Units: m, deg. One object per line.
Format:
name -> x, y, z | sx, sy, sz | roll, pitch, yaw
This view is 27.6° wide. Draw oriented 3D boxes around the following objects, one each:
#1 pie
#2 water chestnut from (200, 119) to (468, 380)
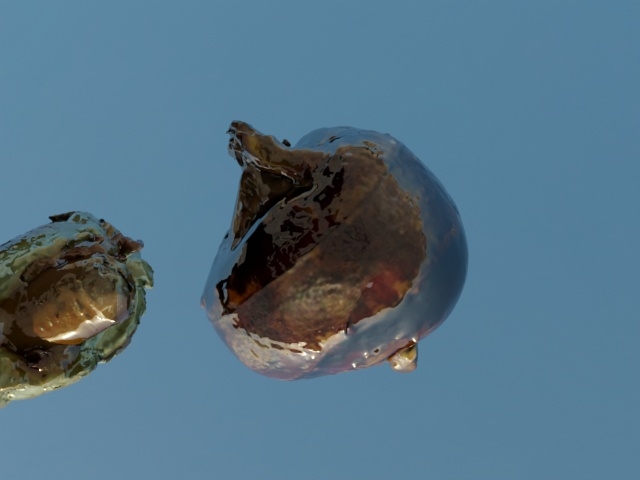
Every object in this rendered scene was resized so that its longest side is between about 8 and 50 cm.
pie -> -0.259, 0.064, 0.998 | 0.274, 0.257, 0.105 | -28, -74, -7
water chestnut -> 0.000, 0.000, 1.063 | 0.238, 0.223, 0.223 | 40, -86, -13
